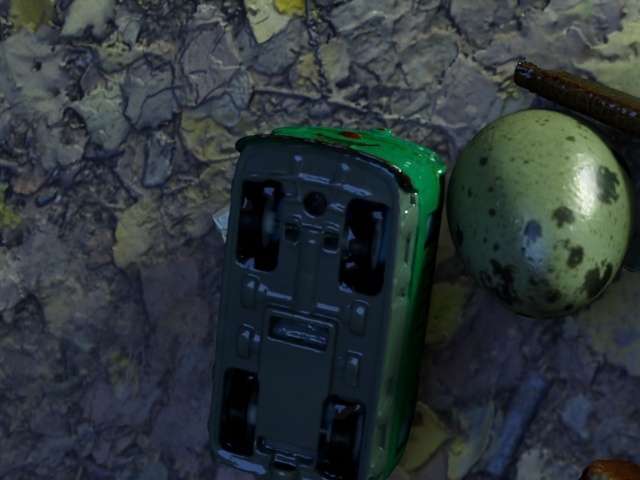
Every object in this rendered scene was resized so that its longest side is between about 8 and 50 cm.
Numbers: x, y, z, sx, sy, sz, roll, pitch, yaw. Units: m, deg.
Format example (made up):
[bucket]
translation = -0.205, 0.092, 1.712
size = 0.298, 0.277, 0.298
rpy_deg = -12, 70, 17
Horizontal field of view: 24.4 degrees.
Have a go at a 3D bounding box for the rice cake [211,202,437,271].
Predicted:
[rice cake]
translation = 0.000, 0.000, 1.558
size = 0.198, 0.037, 0.189
rpy_deg = -33, 69, 16

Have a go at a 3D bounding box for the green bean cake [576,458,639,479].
[green bean cake]
translation = 0.312, 0.298, 1.328
size = 0.198, 0.097, 0.233
rpy_deg = -48, 65, 11

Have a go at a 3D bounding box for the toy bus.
[toy bus]
translation = 0.015, 0.054, 1.406
size = 0.183, 0.199, 0.344
rpy_deg = 14, 109, 19

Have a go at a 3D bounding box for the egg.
[egg]
translation = 0.205, -0.022, 1.374
size = 0.177, 0.177, 0.228
rpy_deg = -21, 34, 20

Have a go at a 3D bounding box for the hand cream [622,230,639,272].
[hand cream]
translation = 0.429, 0.035, 1.341
size = 0.312, 0.070, 0.111
rpy_deg = 27, 95, 30

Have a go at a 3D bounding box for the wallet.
[wallet]
translation = 0.308, -0.110, 1.386
size = 0.243, 0.133, 0.039
rpy_deg = 27, 107, 26
